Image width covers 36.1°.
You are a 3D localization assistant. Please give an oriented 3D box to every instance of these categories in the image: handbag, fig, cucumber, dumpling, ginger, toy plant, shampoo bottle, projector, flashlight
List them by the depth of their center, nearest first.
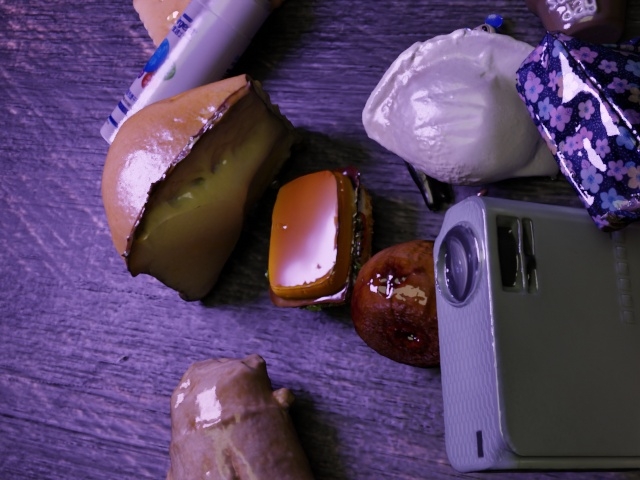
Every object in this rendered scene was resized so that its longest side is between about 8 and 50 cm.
[{"bbox_3d":[0.216,0.093,0.935,0.108,0.198,0.250,149,123,-62],"label":"projector"},{"bbox_3d":[0.311,-0.112,0.959,0.127,0.208,0.229,-57,48,40],"label":"handbag"},{"bbox_3d":[-0.061,0.280,1.040,0.190,0.126,0.354,-39,63,3],"label":"ginger"},{"bbox_3d":[0.159,-0.145,1.054,0.216,0.126,0.166,23,120,32],"label":"dumpling"},{"bbox_3d":[0.117,0.031,1.056,0.146,0.134,0.201,21,58,-3],"label":"fig"},{"bbox_3d":[0.282,-0.301,1.075,0.143,0.105,0.200,-17,64,27],"label":"toy plant"},{"bbox_3d":[0.198,-0.203,1.119,0.057,0.035,0.121,-25,67,14],"label":"flashlight"},{"bbox_3d":[0.110,-0.098,1.127,0.033,0.034,0.135,-27,67,8],"label":"cucumber"},{"bbox_3d":[-0.153,-0.231,1.224,0.092,0.092,0.303,43,101,26],"label":"shampoo bottle"}]

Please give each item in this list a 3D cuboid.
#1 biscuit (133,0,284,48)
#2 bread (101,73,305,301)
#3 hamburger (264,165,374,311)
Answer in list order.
[{"bbox_3d":[-0.126,-0.339,1.295,0.249,0.030,0.160,-34,65,10],"label":"biscuit"},{"bbox_3d":[-0.155,-0.078,1.140,0.162,0.204,0.262,33,86,24],"label":"bread"},{"bbox_3d":[0.000,0.000,1.112,0.137,0.087,0.166,-6,69,36],"label":"hamburger"}]
